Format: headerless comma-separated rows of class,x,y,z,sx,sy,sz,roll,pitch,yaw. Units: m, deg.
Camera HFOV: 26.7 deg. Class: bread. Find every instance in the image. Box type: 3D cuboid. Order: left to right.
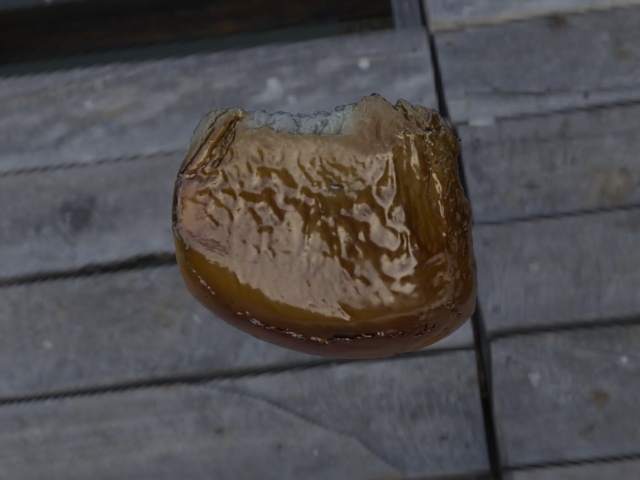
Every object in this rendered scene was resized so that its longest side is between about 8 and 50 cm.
bread,0.000,0.000,0.579,0.129,0.126,0.044,2,30,16
